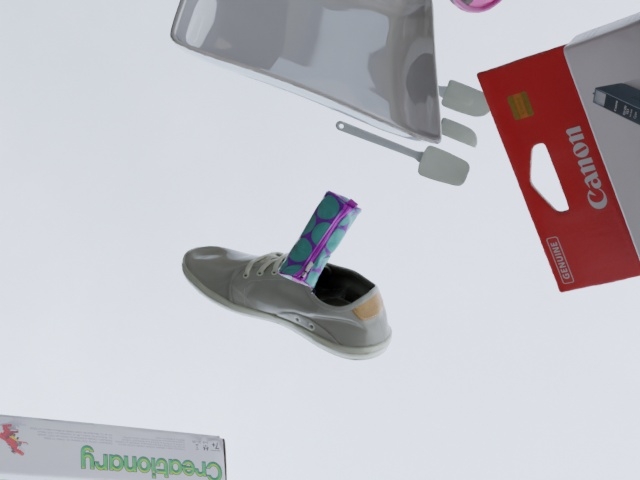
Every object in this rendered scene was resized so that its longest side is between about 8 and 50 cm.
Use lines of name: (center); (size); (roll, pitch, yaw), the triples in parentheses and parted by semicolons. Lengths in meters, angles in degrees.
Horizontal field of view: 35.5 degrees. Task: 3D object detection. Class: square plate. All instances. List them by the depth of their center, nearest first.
square plate: (-0.011, -0.276, 1.278); (0.347, 0.344, 0.049); (-86, -158, -45)

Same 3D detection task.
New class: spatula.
spatula: (0.152, -0.203, 1.668); (0.019, 0.242, 0.168); (-58, 168, -66)

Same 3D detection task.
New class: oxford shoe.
oxford shoe: (-0.063, 0.075, 1.795); (0.449, 0.130, 0.169); (20, -145, 32)

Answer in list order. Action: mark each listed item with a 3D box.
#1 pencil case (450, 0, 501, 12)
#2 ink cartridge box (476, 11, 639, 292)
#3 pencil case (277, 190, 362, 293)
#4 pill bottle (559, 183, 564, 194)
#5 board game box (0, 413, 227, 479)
pencil case: (0.063, -0.251, 0.744); (0.095, 0.098, 0.209); (-36, -131, -11)
ink cartridge box: (0.328, -0.083, 1.097); (0.261, 0.296, 0.066); (-16, -166, 33)
pencil case: (0.000, 0.000, 1.508); (0.152, 0.064, 0.070); (-59, -164, -2)
pill bottle: (0.455, -0.109, 1.428); (0.208, 0.119, 0.119); (-38, -143, 2)
board game box: (-0.260, 0.207, 0.873); (0.193, 0.305, 0.053); (-33, -125, 41)
